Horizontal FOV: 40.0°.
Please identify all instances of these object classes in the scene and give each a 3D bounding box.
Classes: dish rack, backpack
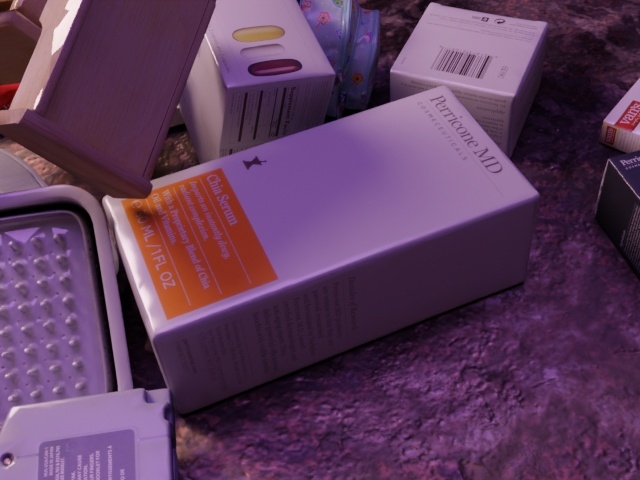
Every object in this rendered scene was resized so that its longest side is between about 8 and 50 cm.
[{"bbox_3d":[-0.385,0.099,0.984,0.333,0.072,0.285,-10,84,-4],"label":"dish rack"},{"bbox_3d":[0.016,-0.284,1.277,0.144,0.188,0.166,2,48,7],"label":"backpack"}]

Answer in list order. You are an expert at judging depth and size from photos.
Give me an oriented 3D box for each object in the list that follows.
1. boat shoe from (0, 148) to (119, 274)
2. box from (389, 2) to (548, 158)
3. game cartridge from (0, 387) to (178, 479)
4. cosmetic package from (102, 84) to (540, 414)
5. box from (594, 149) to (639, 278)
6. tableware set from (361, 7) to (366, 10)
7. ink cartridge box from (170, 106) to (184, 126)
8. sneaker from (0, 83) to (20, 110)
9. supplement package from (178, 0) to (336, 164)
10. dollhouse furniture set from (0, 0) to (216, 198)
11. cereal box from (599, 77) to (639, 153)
[{"bbox_3d":[-0.368,-0.010,1.137,0.114,0.091,0.302,-14,46,-43],"label":"boat shoe"},{"bbox_3d":[0.213,-0.232,1.260,0.181,0.119,0.182,15,51,18],"label":"box"},{"bbox_3d":[-0.234,0.294,0.854,0.196,0.060,0.294,-5,56,-6],"label":"game cartridge"},{"bbox_3d":[0.000,0.000,1.046,0.453,0.161,0.230,-20,50,-13],"label":"cosmetic package"},{"bbox_3d":[0.452,-0.016,1.056,0.153,0.108,0.207,-17,50,-9],"label":"box"},{"bbox_3d":[0.040,-0.351,1.447,0.104,0.024,0.154,-19,48,-16],"label":"tableware set"},{"bbox_3d":[-0.271,-0.249,1.365,0.208,0.045,0.206,-16,50,-11],"label":"ink cartridge box"},{"bbox_3d":[-0.512,-0.200,1.328,0.279,0.107,0.118,0,67,9],"label":"sneaker"},{"bbox_3d":[-0.107,-0.231,1.192,0.145,0.204,0.262,-11,56,-21],"label":"supplement package"},{"bbox_3d":[-0.345,-0.201,1.043,0.394,0.362,0.256,3,69,39],"label":"dollhouse furniture set"},{"bbox_3d":[0.534,-0.153,1.210,0.240,0.047,0.173,29,57,27],"label":"cereal box"}]
